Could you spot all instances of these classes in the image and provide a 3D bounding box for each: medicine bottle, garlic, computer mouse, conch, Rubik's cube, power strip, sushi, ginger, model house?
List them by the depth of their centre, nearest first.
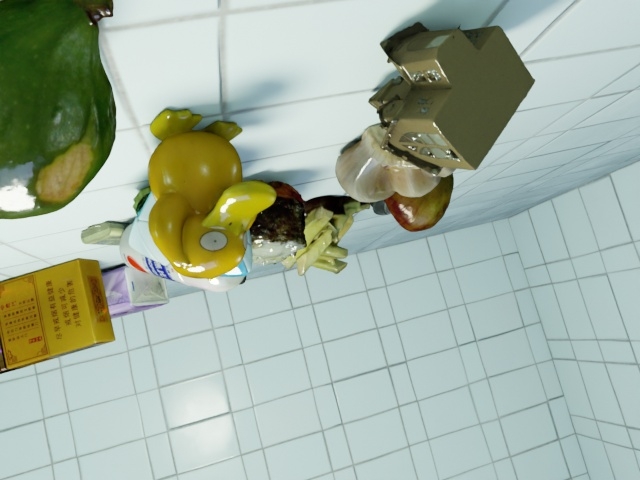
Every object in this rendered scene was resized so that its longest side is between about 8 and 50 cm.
[{"bbox_3d":[0.133,-0.217,0.753,0.176,0.181,0.248,41,167,-32],"label":"model house"},{"bbox_3d":[-0.264,-0.058,0.972,0.254,0.254,0.254,-14,172,-2],"label":"Rubik's cube"},{"bbox_3d":[-0.336,-0.071,1.042,0.121,0.074,0.089,-41,-176,23],"label":"conch"},{"bbox_3d":[0.171,-0.166,1.138,0.279,0.132,0.325,-8,169,15],"label":"garlic"},{"bbox_3d":[-0.305,0.033,1.178,0.341,0.130,0.130,10,-172,36],"label":"medicine bottle"},{"bbox_3d":[-0.148,-0.039,1.270,0.196,0.182,0.343,-7,169,-18],"label":"sushi"},{"bbox_3d":[-0.482,-0.012,1.330,0.092,0.034,0.268,-18,171,19],"label":"power strip"},{"bbox_3d":[0.000,0.000,1.683,0.358,0.211,0.413,-18,171,12],"label":"ginger"},{"bbox_3d":[0.222,-0.121,1.744,0.106,0.062,0.192,-15,173,2],"label":"computer mouse"}]

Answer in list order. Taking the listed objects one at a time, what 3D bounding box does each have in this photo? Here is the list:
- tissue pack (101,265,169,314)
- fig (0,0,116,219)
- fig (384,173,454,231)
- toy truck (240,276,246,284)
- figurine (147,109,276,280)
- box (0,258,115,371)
[{"bbox_3d":[-0.753,0.198,1.843,0.338,0.160,0.242,-15,171,12],"label":"tissue pack"},{"bbox_3d":[-0.275,-0.136,0.477,0.245,0.195,0.195,-56,156,18],"label":"fig"},{"bbox_3d":[0.301,-0.152,1.354,0.290,0.190,0.190,-31,171,1],"label":"fig"},{"bbox_3d":[-0.363,0.075,1.849,0.224,0.147,0.165,-17,148,36],"label":"toy truck"},{"bbox_3d":[-0.180,-0.067,0.803,0.215,0.228,0.215,-30,159,-13],"label":"figurine"},{"bbox_3d":[-0.850,0.232,1.553,0.415,0.264,0.116,-18,172,7],"label":"box"}]
